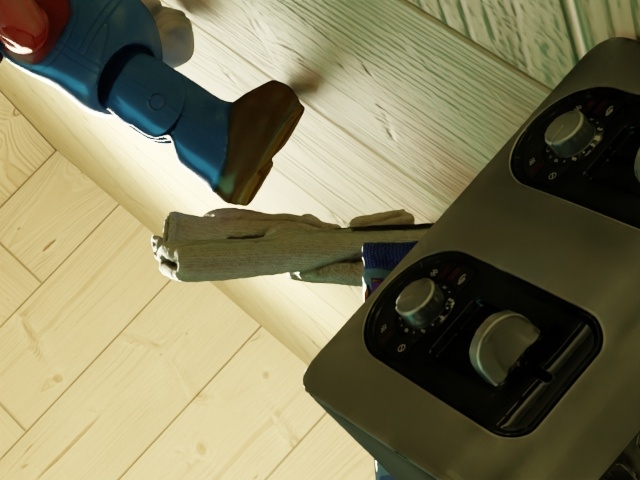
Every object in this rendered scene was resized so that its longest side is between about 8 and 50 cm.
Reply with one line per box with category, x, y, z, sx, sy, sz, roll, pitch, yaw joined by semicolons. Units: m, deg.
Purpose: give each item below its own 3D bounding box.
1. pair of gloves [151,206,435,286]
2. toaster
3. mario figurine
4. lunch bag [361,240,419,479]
pair of gloves;0.000;0.000;0.842;0.204;0.042;0.240;1;-178;-8
toaster;0.115;0.054;0.463;0.185;0.168;0.110;48;170;-28
mario figurine;-0.151;-0.157;0.865;0.321;0.170;0.198;29;147;-6
lunch bag;0.104;0.126;0.692;0.293;0.138;0.220;61;-156;-79
